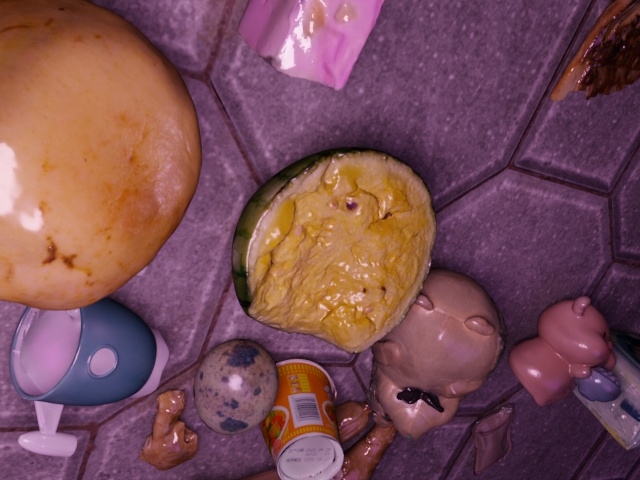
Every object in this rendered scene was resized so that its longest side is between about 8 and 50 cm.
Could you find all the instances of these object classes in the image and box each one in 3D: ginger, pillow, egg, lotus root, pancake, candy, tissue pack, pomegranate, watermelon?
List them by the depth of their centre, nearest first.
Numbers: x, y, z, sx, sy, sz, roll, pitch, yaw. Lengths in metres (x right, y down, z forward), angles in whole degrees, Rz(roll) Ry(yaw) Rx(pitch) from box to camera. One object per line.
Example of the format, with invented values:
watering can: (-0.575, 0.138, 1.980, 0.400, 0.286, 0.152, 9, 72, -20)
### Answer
pomegranate: (-0.293, -0.097, 0.647, 0.333, 0.332, 0.332, -14, 125, -21)
candy: (0.011, -0.332, 0.768, 0.116, 0.155, 0.265, 14, 112, -38)
watermelon: (0.000, 0.000, 0.954, 0.331, 0.189, 0.330, -16, 117, -35)
egg: (-0.143, 0.250, 1.058, 0.141, 0.141, 0.181, 3, 123, -31)
ginger: (-0.253, 0.337, 1.096, 0.096, 0.067, 0.165, 16, 112, -12)
pancake: (0.528, -0.361, 1.106, 0.257, 0.056, 0.212, -22, 135, -25)
lotus root: (0.050, 0.374, 1.294, 0.150, 0.062, 0.073, -33, 105, -4)
ginger: (0.099, 0.454, 1.356, 0.131, 0.086, 0.294, 22, 105, -48)
tissue pack: (0.804, 0.366, 1.569, 0.388, 0.287, 0.162, 11, 119, -33)
pillow: (0.443, 0.513, 1.617, 0.131, 0.038, 0.232, -24, 129, -18)

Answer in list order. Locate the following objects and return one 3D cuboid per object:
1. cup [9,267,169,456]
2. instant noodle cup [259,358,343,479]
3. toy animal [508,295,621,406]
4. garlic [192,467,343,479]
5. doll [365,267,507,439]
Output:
cup: (-0.315, 0.159, 0.894, 0.173, 0.167, 0.299, 30, 76, -47)
instant noodle cup: (-0.034, 0.329, 1.115, 0.168, 0.185, 0.168, -5, 116, -11)
toy animal: (0.544, 0.255, 1.426, 0.221, 0.229, 0.210, -13, 158, 26)
garlic: (-0.116, 0.535, 1.236, 0.340, 0.231, 0.245, -15, 85, -30)
doll: (0.197, 0.222, 1.179, 0.247, 0.247, 0.349, -6, 135, -26)
